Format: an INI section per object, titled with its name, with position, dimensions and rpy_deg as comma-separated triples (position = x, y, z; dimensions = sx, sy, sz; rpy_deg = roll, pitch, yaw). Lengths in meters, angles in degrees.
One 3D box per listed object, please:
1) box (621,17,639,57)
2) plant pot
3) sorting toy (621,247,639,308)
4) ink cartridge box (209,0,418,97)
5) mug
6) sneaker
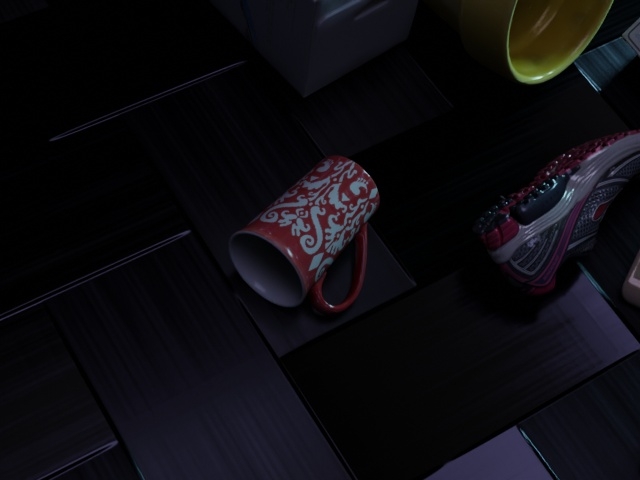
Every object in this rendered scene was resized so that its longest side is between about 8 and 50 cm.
[box]
position = 0.563, -0.307, 1.528
dimensions = 0.087, 0.290, 0.169
rpy_deg = 2, 48, -52
[plant pot]
position = 0.239, -0.370, 1.557
dimensions = 0.254, 0.254, 0.239
rpy_deg = -36, 55, -25
[sorting toy]
position = 0.498, 0.026, 1.444
dimensions = 0.193, 0.038, 0.208
rpy_deg = 26, 72, 13
[ink cartridge box]
position = -0.023, -0.374, 1.539
dimensions = 0.198, 0.197, 0.270
rpy_deg = -32, 67, -24
[mug]
position = -0.008, -0.003, 1.390
dimensions = 0.113, 0.150, 0.169
rpy_deg = 9, 44, 42
[sneaker]
position = 0.317, -0.044, 1.448
dimensions = 0.299, 0.121, 0.112
rpy_deg = -35, 98, -25
